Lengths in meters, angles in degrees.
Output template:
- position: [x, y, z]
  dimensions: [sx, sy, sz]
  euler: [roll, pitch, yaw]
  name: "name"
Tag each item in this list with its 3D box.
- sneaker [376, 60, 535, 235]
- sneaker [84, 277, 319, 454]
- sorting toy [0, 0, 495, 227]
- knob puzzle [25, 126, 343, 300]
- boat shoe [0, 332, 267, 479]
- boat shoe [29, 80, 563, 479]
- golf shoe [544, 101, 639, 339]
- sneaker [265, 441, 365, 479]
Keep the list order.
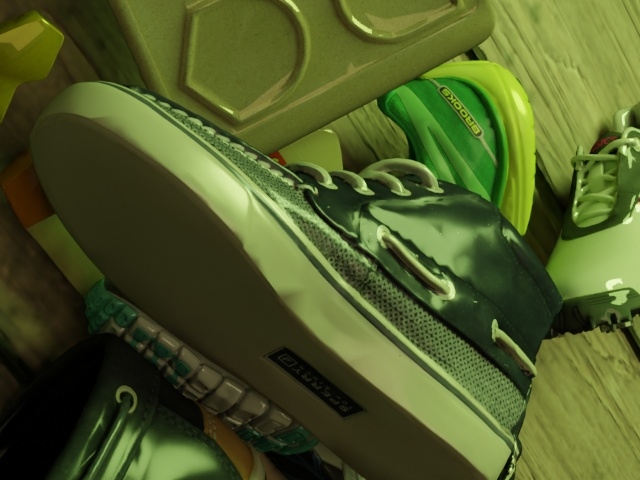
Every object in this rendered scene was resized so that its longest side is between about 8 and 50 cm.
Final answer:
- position: [0.078, 0.025, 0.920]
  dimensions: [0.123, 0.109, 0.296]
  euler: [-2, 102, -5]
  name: "sneaker"
- position: [-0.065, 0.062, 0.811]
  dimensions: [0.166, 0.065, 0.076]
  euler: [35, 51, -20]
  name: "sneaker"
- position: [-0.061, -0.144, 0.742]
  dimensions: [0.307, 0.041, 0.229]
  euler: [-28, 123, -11]
  name: "sorting toy"
- position: [-0.065, -0.005, 0.832]
  dimensions: [0.213, 0.030, 0.213]
  euler: [-11, 113, -26]
  name: "knob puzzle"
- position: [-0.229, 0.233, 0.658]
  dimensions: [0.500, 0.186, 0.156]
  euler: [-43, 112, -31]
  name: "boat shoe"
- position: [0.000, 0.000, 0.768]
  dimensions: [0.340, 0.127, 0.158]
  euler: [45, 53, -22]
  name: "boat shoe"
- position: [0.205, -0.012, 0.970]
  dimensions: [0.273, 0.105, 0.120]
  euler: [-38, 108, -57]
  name: "golf shoe"
- position: [0.044, 0.162, 0.896]
  dimensions: [0.081, 0.080, 0.211]
  euler: [-47, 110, -30]
  name: "sneaker"
